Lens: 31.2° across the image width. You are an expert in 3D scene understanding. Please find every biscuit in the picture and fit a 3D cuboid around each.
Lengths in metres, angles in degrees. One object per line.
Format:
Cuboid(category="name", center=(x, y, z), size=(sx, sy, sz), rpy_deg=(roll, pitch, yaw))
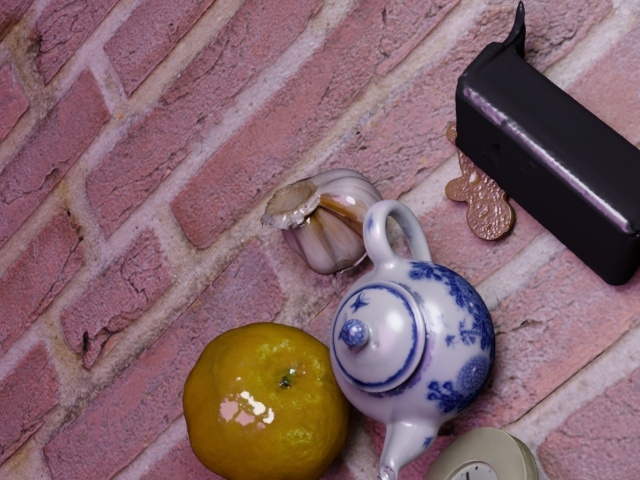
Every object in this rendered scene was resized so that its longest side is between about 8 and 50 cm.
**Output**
Cuboid(category="biscuit", center=(0.258, -0.097, 1.776), size=(0.138, 0.031, 0.205), rpy_deg=(-14, 71, 28))

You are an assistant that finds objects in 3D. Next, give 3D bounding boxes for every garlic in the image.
Cuboid(category="garlic", center=(0.000, 0.000, 1.833), size=(0.207, 0.207, 0.256), rpy_deg=(-9, 67, 36))

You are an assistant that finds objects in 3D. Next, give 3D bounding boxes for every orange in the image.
Cuboid(category="orange", center=(-0.085, 0.267, 1.831), size=(0.279, 0.279, 0.235), rpy_deg=(66, 148, 25))

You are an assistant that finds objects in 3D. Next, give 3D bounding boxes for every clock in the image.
Cuboid(category="clock", center=(0.219, 0.384, 1.657), size=(0.235, 0.029, 0.235), rpy_deg=(-40, 33, 33))

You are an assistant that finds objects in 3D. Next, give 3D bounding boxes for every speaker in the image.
Cuboid(category="speaker", center=(0.350, -0.143, 1.633), size=(0.184, 0.180, 0.388), rpy_deg=(-38, 66, -12))

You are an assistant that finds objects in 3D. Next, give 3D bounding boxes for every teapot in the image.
Cuboid(category="teapot", center=(0.117, 0.146, 1.683), size=(0.252, 0.280, 0.424), rpy_deg=(-11, 74, 34))
